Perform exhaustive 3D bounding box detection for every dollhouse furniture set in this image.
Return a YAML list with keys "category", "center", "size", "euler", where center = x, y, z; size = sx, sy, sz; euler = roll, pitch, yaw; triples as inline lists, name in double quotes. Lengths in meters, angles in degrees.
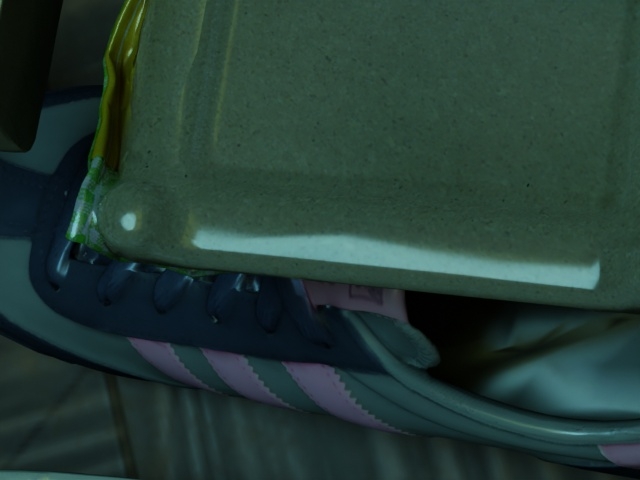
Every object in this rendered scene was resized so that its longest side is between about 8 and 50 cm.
- category: "dollhouse furniture set"
  center: [-0.020, -0.078, 0.482]
  size: [0.302, 0.151, 0.197]
  euler: [6, 80, 16]

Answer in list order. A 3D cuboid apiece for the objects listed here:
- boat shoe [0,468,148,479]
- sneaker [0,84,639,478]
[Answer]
- category: "boat shoe"
  center: [-0.047, 0.122, 0.528]
  size: [0.228, 0.079, 0.081]
  euler: [6, 77, 11]
- category: "sneaker"
  center: [0.000, 0.000, 0.512]
  size: [0.319, 0.131, 0.112]
  euler: [8, 82, 14]
